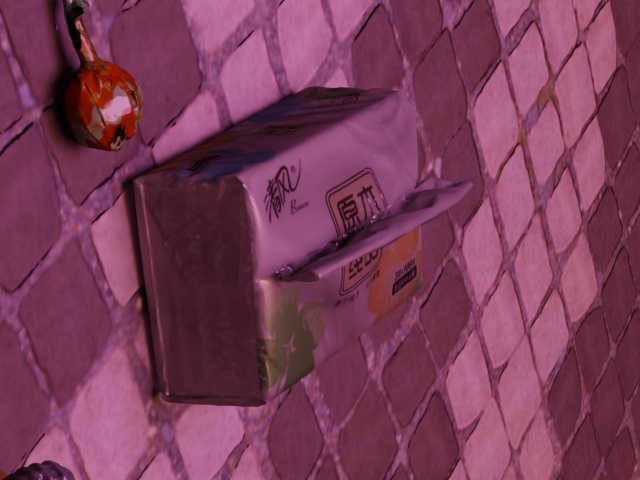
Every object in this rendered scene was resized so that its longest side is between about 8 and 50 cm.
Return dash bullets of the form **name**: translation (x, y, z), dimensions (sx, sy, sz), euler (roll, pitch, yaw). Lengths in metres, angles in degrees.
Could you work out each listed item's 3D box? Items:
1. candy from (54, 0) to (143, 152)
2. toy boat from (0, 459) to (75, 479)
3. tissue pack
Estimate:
- **candy**: translation (-0.146, -0.139, 1.097), dimensions (0.055, 0.049, 0.185), euler (-92, 168, -70)
- **toy boat**: translation (-0.211, 0.260, 0.972), dimensions (0.121, 0.089, 0.321), euler (48, 54, -45)
- **tissue pack**: translation (0.000, 0.000, 1.252), dimensions (0.229, 0.145, 0.159), euler (-32, 121, -55)
